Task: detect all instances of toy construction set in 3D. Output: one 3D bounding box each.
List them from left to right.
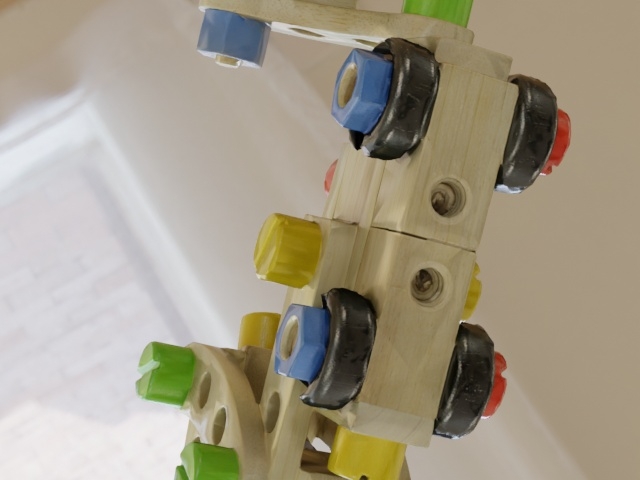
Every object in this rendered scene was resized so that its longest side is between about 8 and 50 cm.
[{"bbox_3d":[0.000,0.000,0.702,0.151,0.327,0.215,-1,-175,-19],"label":"toy construction set"}]
